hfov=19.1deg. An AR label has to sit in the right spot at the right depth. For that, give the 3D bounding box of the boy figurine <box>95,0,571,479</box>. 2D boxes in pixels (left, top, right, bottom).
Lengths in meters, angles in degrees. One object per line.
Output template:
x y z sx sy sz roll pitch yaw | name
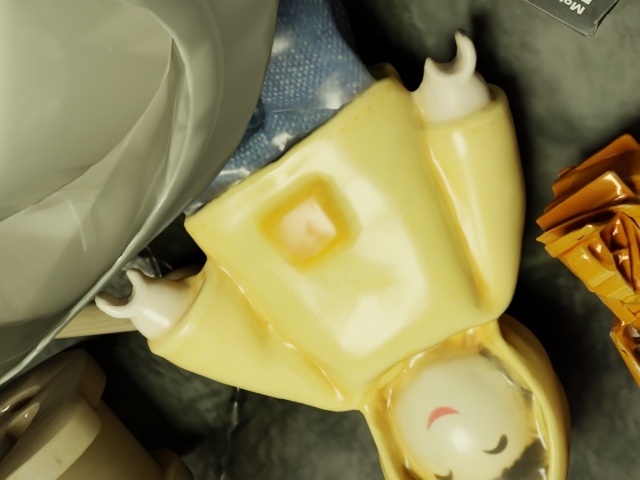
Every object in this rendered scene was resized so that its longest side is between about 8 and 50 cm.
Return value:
0.000 0.000 0.726 0.177 0.092 0.285 -29 104 9 | boy figurine

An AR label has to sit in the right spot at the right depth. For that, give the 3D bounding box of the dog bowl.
-0.152 -0.125 0.605 0.349 0.102 0.349 28 133 34 | dog bowl

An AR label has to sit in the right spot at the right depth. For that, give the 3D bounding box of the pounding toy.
-0.152 0.100 0.810 0.155 0.269 0.154 51 164 -14 | pounding toy

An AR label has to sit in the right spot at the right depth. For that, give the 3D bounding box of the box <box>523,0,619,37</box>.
0.021 -0.205 0.574 0.270 0.060 0.216 29 145 -2 | box

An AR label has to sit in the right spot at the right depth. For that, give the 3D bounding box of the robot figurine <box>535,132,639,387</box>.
0.226 0.055 0.688 0.291 0.085 0.211 45 126 -10 | robot figurine
